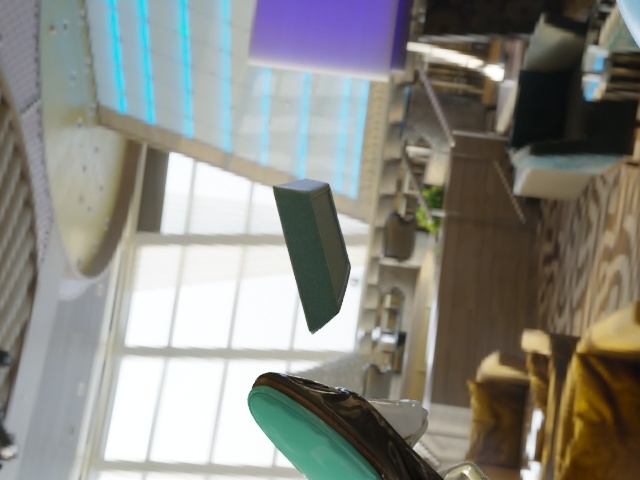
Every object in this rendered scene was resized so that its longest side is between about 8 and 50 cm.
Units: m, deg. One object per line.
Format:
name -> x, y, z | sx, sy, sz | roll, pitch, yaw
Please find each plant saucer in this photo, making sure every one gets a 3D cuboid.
plant saucer -> 0.000, 0.000, 0.517 | 0.192, 0.018, 0.067 | -60, -44, -85

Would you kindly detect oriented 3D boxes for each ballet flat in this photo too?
ballet flat -> 0.067, 0.189, 0.762 | 0.096, 0.280, 0.095 | -37, -15, -37

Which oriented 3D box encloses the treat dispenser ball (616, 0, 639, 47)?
treat dispenser ball -> 0.334, -0.207, 0.637 | 0.288, 0.288, 0.288 | 8, -90, -87
